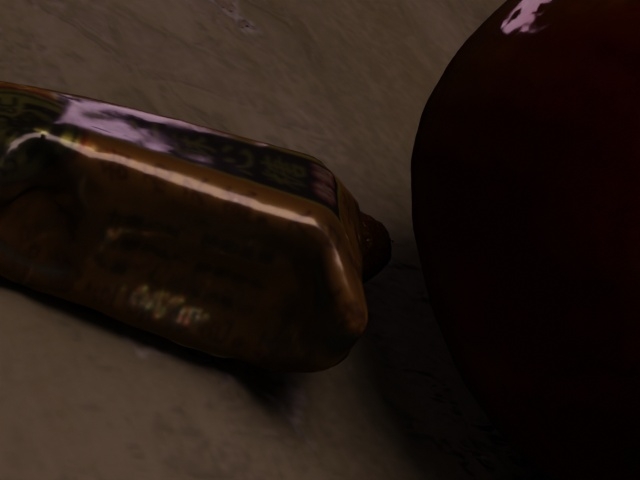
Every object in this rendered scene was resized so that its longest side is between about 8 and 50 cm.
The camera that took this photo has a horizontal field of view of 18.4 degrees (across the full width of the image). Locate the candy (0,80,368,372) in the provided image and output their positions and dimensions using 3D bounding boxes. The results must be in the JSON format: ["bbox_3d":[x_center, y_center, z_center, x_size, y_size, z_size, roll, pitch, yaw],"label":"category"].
[{"bbox_3d":[-0.099,-0.016,0.992,0.271,0.101,0.143,21,28,-15],"label":"candy"}]

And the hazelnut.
[{"bbox_3d":[0.246,-0.006,1.097,0.409,0.359,0.359,29,31,-32],"label":"hazelnut"}]

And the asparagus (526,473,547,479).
[{"bbox_3d":[0.092,0.157,1.028,0.127,0.018,0.015,-42,121,-56],"label":"asparagus"}]

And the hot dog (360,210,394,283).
[{"bbox_3d":[0.000,0.000,1.125,0.083,0.035,0.058,8,41,-38],"label":"hot dog"}]
